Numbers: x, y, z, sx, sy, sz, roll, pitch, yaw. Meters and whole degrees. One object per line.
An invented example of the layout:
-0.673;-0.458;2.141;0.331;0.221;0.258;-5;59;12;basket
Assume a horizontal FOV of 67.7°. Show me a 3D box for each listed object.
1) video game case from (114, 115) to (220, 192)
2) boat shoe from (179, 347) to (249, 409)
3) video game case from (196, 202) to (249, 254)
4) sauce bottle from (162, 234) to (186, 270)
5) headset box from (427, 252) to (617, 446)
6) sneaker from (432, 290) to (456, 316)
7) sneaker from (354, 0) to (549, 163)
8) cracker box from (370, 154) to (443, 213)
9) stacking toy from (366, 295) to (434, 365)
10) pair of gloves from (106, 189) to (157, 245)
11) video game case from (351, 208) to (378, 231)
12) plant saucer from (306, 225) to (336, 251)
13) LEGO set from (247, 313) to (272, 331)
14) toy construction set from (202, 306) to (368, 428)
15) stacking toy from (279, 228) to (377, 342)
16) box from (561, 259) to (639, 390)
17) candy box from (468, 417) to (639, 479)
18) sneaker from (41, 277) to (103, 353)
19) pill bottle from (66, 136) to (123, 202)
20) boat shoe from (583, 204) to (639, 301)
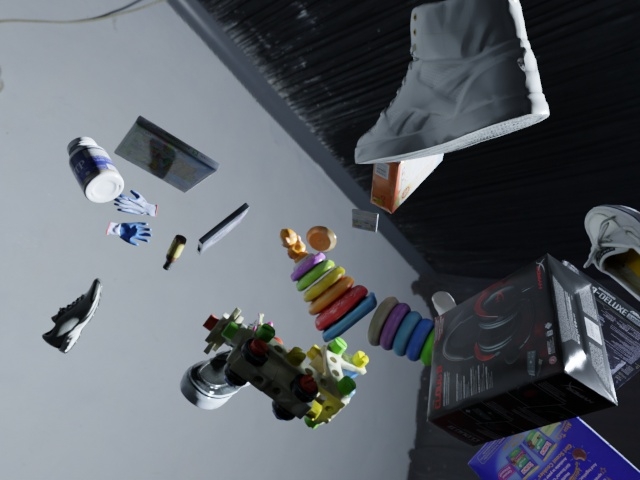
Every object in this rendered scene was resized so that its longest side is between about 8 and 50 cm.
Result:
-0.358;-0.188;1.097;0.193;0.212;0.023;31;65;-27;video game case
-0.228;0.317;1.199;0.121;0.119;0.335;43;9;12;boat shoe
-0.341;-0.035;1.643;0.196;0.274;0.026;-41;93;-18;video game case
-0.475;0.040;1.541;0.042;0.128;0.042;29;23;-13;sauce bottle
0.298;0.191;0.784;0.110;0.293;0.218;32;46;-14;headset box
0.416;0.255;1.472;0.212;0.080;0.094;-110;180;-50;sneaker
0.136;-0.196;0.599;0.108;0.293;0.169;-12;92;-32;sneaker
0.210;-0.193;1.104;0.232;0.067;0.155;-44;152;-28;cracker box
0.287;0.266;1.186;0.141;0.331;0.141;-45;148;-38;stacking toy
-0.689;-0.083;1.752;0.159;0.023;0.198;14;94;-27;pair of gloves
0.148;-0.066;1.600;0.122;0.087;0.011;82;22;-65;video game case
0.000;0.000;1.280;0.083;0.084;0.015;61;26;-23;plant saucer
-0.160;0.322;1.464;0.132;0.287;0.107;18;109;-35;LEGO set
-0.069;0.216;0.870;0.215;0.328;0.151;-66;180;-68;toy construction set
-0.010;0.092;1.208;0.301;0.166;0.175;51;5;4;stacking toy
0.711;0.241;1.285;0.077;0.307;0.242;-24;145;-38;box
0.549;0.546;1.077;0.268;0.317;0.122;-51;133;7;candy box
-0.815;0.241;1.582;0.108;0.100;0.271;34;85;-23;sneaker
-0.657;-0.209;1.375;0.112;0.112;0.186;-5;49;-50;pill bottle
0.680;0.032;1.090;0.367;0.157;0.135;-98;-169;-53;boat shoe
